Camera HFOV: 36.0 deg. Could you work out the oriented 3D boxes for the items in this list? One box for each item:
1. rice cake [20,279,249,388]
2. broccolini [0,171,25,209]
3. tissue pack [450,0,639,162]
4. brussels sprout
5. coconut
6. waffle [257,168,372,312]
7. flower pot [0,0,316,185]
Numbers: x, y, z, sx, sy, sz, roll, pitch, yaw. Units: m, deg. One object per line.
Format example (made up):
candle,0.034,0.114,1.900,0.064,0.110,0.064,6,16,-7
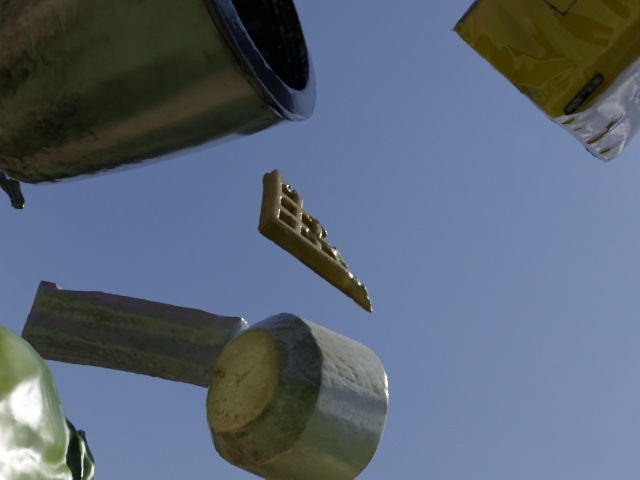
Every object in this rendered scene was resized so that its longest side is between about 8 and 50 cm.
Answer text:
rice cake,-0.250,0.129,1.329,0.298,0.106,0.050,12,-20,-6
broccolini,-0.442,-0.109,1.341,0.058,0.074,0.201,33,9,-42
tissue pack,0.399,-0.320,1.257,0.228,0.382,0.293,48,16,28
brussels sprout,-0.320,0.190,0.832,0.259,0.227,0.294,61,1,4
coconut,-0.019,0.201,1.194,0.222,0.202,0.202,31,-22,-36
waffle,0.000,0.000,1.266,0.191,0.125,0.032,38,-62,-26
flower pot,-0.206,-0.206,1.055,0.330,0.293,0.293,-22,-65,18
